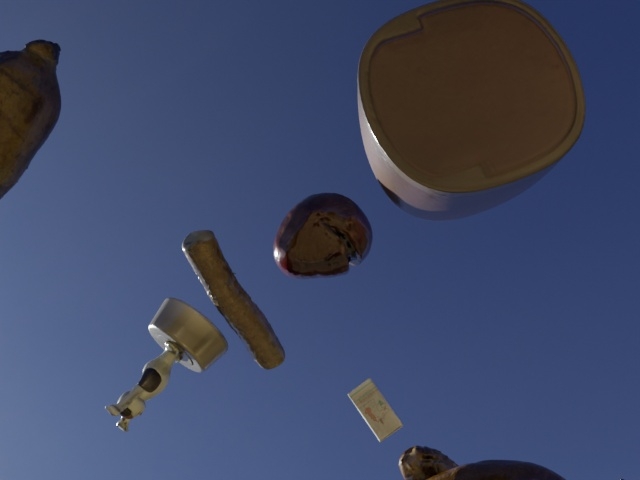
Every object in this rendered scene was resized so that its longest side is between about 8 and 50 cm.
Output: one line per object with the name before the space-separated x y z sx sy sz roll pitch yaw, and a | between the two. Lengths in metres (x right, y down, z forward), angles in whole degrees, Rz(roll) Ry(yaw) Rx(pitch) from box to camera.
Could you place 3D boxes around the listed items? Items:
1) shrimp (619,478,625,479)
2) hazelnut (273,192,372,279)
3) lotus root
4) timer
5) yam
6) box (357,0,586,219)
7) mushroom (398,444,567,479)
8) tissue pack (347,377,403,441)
shrimp | 0.344 0.242 0.608 0.190 0.073 0.075 22 -67 16
hazelnut | 0.000 0.000 1.495 0.204 0.178 0.178 -37 -52 -13
lotus root | -0.421 -0.158 0.960 0.128 0.145 0.260 35 -100 -17
timer | -0.340 0.273 1.540 0.266 0.175 0.175 -52 -49 -25
yam | -0.168 0.118 1.442 0.081 0.081 0.357 -24 -55 2
box | 0.192 -0.165 1.039 0.300 0.301 0.216 -13 -17 -6
mushroom | 0.238 0.481 1.080 0.345 0.239 0.345 17 -56 27
tissue pack | 0.104 0.320 1.388 0.056 0.108 0.023 -34 -21 -3
